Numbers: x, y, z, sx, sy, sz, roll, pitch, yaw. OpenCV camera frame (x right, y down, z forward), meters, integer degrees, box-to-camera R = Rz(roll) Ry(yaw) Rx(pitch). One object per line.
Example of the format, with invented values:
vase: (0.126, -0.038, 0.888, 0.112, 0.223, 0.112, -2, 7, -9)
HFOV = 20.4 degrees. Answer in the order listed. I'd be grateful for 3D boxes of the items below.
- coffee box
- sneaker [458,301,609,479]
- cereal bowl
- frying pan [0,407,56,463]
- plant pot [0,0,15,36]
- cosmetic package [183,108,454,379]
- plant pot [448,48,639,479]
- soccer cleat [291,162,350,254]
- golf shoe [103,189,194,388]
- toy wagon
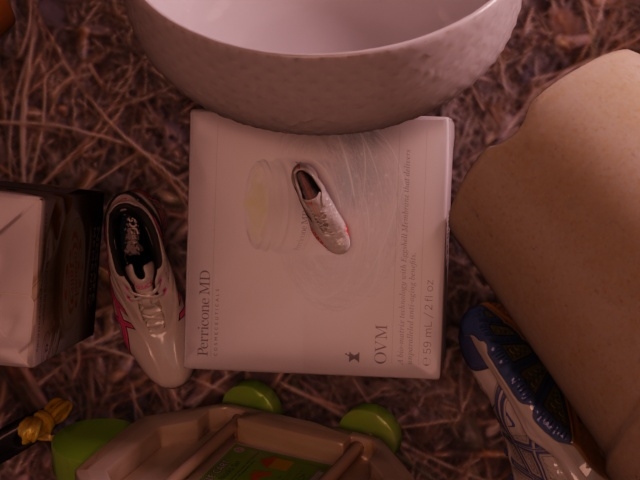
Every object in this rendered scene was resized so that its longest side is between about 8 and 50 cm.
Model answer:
coffee box: (-0.259, 0.022, 1.527, 0.098, 0.246, 0.141, 5, 94, 4)
sneaker: (0.198, 0.195, 1.566, 0.131, 0.112, 0.296, -46, 71, 35)
cereal bowl: (0.004, -0.196, 1.486, 0.339, 0.339, 0.141, 1, 131, 5)
frying pan: (-0.408, 0.226, 1.610, 0.326, 0.053, 0.197, -50, 128, 5)
plant pot: (-0.380, -0.199, 1.563, 0.188, 0.205, 0.205, -31, 90, -10)
cosmetic package: (0.000, 0.000, 1.560, 0.224, 0.138, 0.224, 2, 93, 6)
plant pot: (0.283, 0.022, 1.454, 0.334, 0.334, 0.305, -43, 70, 6)
soccer cleat: (-0.001, -0.026, 1.470, 0.029, 0.035, 0.083, -25, 90, 5)
golf shoe: (-0.159, 0.048, 1.601, 0.067, 0.086, 0.186, -15, 95, 5)
toy wagon: (-0.097, 0.203, 1.510, 0.344, 0.267, 0.068, 9, 114, 24)
